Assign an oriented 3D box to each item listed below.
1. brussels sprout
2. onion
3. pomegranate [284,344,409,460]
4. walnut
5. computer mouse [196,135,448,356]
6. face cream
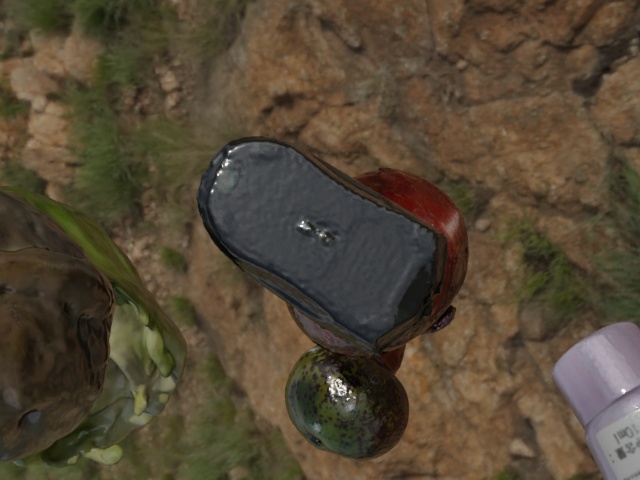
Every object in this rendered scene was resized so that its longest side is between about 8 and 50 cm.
[{"bbox_3d":[-0.349,0.098,1.066,0.276,0.371,0.315,-55,39,3],"label":"brussels sprout"},{"bbox_3d":[0.076,0.035,1.215,0.276,0.276,0.276,24,124,42],"label":"onion"},{"bbox_3d":[0.067,0.240,1.469,0.214,0.248,0.214,38,161,16],"label":"pomegranate"},{"bbox_3d":[-0.254,0.059,0.635,0.224,0.224,0.224,24,124,42],"label":"walnut"},{"bbox_3d":[0.000,0.000,0.731,0.217,0.122,0.073,33,179,1],"label":"computer mouse"},{"bbox_3d":[0.303,0.199,0.732,0.274,0.154,0.096,62,-179,32],"label":"face cream"}]
